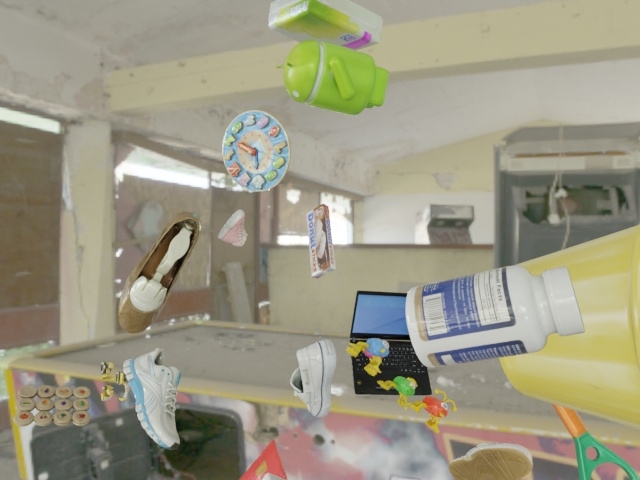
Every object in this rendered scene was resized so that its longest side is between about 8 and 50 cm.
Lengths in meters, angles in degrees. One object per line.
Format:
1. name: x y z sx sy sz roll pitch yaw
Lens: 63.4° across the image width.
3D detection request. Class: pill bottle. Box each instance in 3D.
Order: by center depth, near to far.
1. pill bottle: 0.132 0.057 0.399 0.120 0.067 0.067 -15 -8 25

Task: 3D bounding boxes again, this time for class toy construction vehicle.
1. toy construction vehicle: -0.537 0.370 1.360 0.035 0.098 0.086 -9 -21 18

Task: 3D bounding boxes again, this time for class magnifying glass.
1. magnifying glass: 0.451 0.350 0.874 0.092 0.231 0.026 -25 -15 -7

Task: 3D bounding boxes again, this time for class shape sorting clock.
1. shape sorting clock: -0.167 -0.227 1.322 0.206 0.206 0.040 0 12 30

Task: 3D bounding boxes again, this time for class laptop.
1. laptop: 0.213 0.297 1.500 0.234 0.264 0.136 4 -36 -11

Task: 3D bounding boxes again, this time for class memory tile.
1. memory tile: -0.583 0.360 1.134 0.148 0.012 0.113 9 26 -27

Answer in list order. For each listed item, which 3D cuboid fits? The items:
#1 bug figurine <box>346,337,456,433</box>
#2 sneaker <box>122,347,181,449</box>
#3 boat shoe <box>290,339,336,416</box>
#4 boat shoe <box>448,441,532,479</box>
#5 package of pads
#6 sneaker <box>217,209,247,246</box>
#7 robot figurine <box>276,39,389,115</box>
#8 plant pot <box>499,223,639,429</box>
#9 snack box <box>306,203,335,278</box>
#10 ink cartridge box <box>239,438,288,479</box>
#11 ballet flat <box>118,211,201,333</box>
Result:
1. bug figurine: 0.172 0.303 1.177 0.072 0.279 0.216 -45 8 -14
2. sneaker: -0.270 0.260 0.880 0.083 0.191 0.071 -32 -34 -8
3. boat shoe: -0.021 0.264 0.985 0.075 0.226 0.083 -5 42 -12
4. boat shoe: 0.457 0.577 1.375 0.096 0.098 0.277 -24 -12 -38
5. package of pads: 0.012 -0.683 1.625 0.296 0.101 0.229 7 1 -40
6. sneaker: -0.215 -0.029 1.368 0.070 0.051 0.134 32 -41 -16
7. robot figurine: 0.013 -0.172 0.550 0.115 0.067 0.101 8 8 -20
8. plant pot: 0.336 0.095 0.558 0.254 0.254 0.239 2 -10 -43
9. snack box: 0.000 0.000 1.259 0.022 0.178 0.064 22 -40 -40
10. ink cartridge box: -0.162 0.546 0.945 0.066 0.296 0.261 37 3 -29
11. ballet flat: -0.398 0.075 1.301 0.116 0.342 0.124 34 -17 -19
